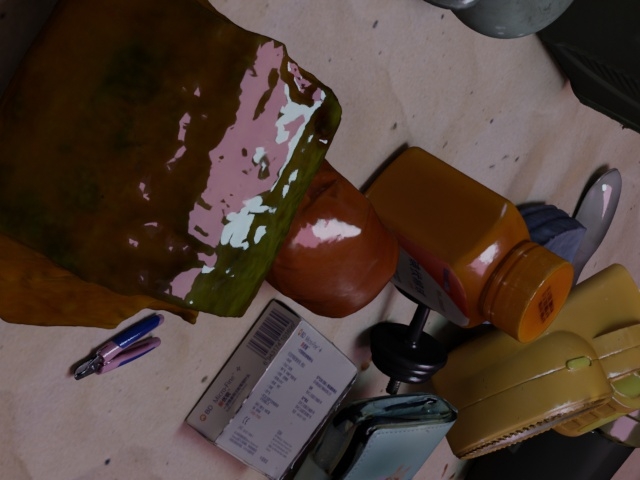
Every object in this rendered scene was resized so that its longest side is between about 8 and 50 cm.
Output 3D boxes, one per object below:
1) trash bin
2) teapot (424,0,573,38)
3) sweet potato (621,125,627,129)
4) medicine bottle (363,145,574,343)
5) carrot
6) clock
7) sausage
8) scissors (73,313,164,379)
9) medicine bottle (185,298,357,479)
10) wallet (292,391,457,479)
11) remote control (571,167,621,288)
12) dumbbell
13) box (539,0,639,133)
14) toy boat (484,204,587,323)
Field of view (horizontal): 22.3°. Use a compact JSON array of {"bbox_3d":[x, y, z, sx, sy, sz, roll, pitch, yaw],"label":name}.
[{"bbox_3d":[0.377,0.283,2.438,0.334,0.214,0.214,-59,153,11],"label":"trash bin"},{"bbox_3d":[0.190,-0.298,1.609,0.294,0.129,0.193,-32,144,-37],"label":"teapot"},{"bbox_3d":[0.481,-0.241,2.217,0.068,0.068,0.226,-11,127,-55],"label":"sweet potato"},{"bbox_3d":[0.157,0.014,1.773,0.112,0.222,0.149,-47,152,-19],"label":"medicine bottle"},{"bbox_3d":[-0.138,-0.046,1.211,0.341,0.241,0.241,-61,153,6],"label":"carrot"},{"bbox_3d":[0.287,0.179,2.164,0.317,0.200,0.244,-15,164,-42],"label":"clock"},{"bbox_3d":[-0.002,0.002,1.609,0.133,0.133,0.258,-55,157,-5],"label":"sausage"},{"bbox_3d":[-0.189,0.104,1.525,0.113,0.012,0.039,-27,140,-44],"label":"scissors"},{"bbox_3d":[-0.046,0.170,1.790,0.171,0.052,0.201,-55,152,-5],"label":"medicine bottle"},{"bbox_3d":[0.046,0.292,1.976,0.176,0.075,0.250,1,130,-45],"label":"wallet"},{"bbox_3d":[0.383,-0.001,2.328,0.073,0.044,0.229,-23,137,-52],"label":"remote control"},{"bbox_3d":[0.118,0.094,1.928,0.099,0.099,0.208,-14,129,-54],"label":"dumbbell"},{"bbox_3d":[0.397,-0.199,1.906,0.138,0.274,0.178,-59,147,-1],"label":"box"},{"bbox_3d":[0.239,0.035,2.092,0.283,0.078,0.127,-25,142,-48],"label":"toy boat"}]
